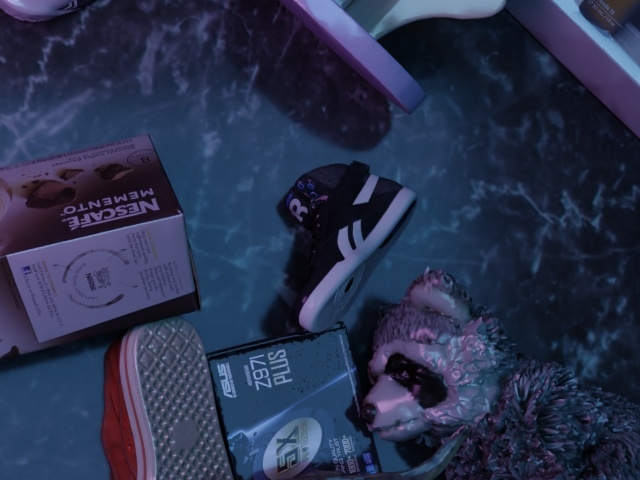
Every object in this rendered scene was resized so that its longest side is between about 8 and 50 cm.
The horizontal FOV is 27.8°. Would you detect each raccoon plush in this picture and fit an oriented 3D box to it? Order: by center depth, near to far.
[{"bbox_3d":[0.243,0.165,1.363,0.446,0.216,0.299,-5,66,-40],"label":"raccoon plush"}]

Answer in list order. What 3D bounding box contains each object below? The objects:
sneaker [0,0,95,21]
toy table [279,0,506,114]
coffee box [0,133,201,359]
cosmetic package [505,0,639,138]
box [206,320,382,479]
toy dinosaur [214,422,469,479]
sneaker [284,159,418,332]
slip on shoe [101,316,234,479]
[{"bbox_3d":[-0.201,-0.384,1.300,0.137,0.210,0.366,44,77,-2],"label":"sneaker"},{"bbox_3d":[0.044,-0.279,1.328,0.274,0.252,0.161,43,93,-15],"label":"toy table"},{"bbox_3d":[-0.281,0.014,1.238,0.297,0.168,0.119,-14,125,-11],"label":"coffee box"},{"bbox_3d":[0.356,-0.325,1.455,0.377,0.097,0.284,43,75,-2],"label":"cosmetic package"},{"bbox_3d":[-0.029,0.186,1.320,0.147,0.077,0.180,-12,85,-11],"label":"box"},{"bbox_3d":[0.018,0.252,1.210,0.268,0.064,0.118,-13,122,2],"label":"toy dinosaur"},{"bbox_3d":[0.000,0.000,1.329,0.121,0.079,0.217,27,47,16],"label":"sneaker"},{"bbox_3d":[-0.153,0.240,1.264,0.123,0.101,0.331,-3,81,-36],"label":"slip on shoe"}]
